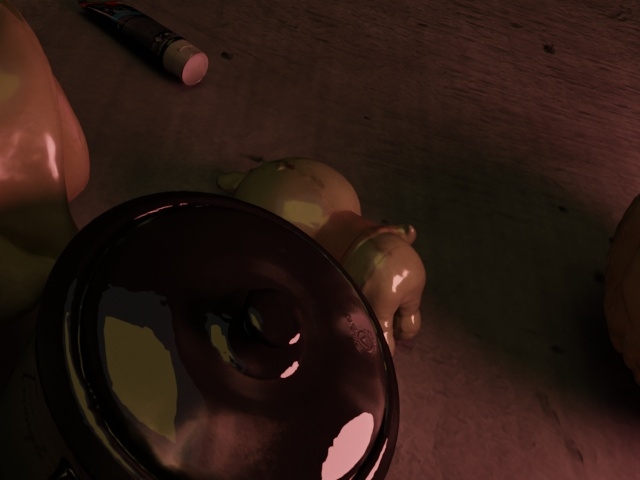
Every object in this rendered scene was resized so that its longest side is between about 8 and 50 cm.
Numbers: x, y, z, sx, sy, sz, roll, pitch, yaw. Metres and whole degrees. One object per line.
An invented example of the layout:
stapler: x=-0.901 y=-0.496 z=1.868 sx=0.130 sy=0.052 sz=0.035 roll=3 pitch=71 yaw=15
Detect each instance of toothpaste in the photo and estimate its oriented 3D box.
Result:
toothpaste: x=-0.221 y=-0.263 z=1.007 sx=0.193 sy=0.045 sz=0.071 roll=36 pitch=35 yaw=23

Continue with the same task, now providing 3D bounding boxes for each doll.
doll: x=0.005 y=-0.006 z=0.784 sx=0.154 sy=0.113 sz=0.275 roll=-25 pitch=61 yaw=-35

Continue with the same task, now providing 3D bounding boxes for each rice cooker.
rice cooker: x=-0.081 y=0.101 z=0.528 sx=0.241 sy=0.227 sz=0.280 roll=45 pitch=43 yaw=2

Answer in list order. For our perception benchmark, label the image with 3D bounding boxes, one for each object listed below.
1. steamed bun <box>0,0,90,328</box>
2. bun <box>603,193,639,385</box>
steamed bun: x=-0.343 y=-0.068 z=0.546 sx=0.367 sy=0.255 sz=0.342 roll=-23 pitch=34 yaw=-36
bun: x=0.451 y=0.072 z=0.810 sx=0.348 sy=0.227 sz=0.353 roll=16 pitch=45 yaw=-7
